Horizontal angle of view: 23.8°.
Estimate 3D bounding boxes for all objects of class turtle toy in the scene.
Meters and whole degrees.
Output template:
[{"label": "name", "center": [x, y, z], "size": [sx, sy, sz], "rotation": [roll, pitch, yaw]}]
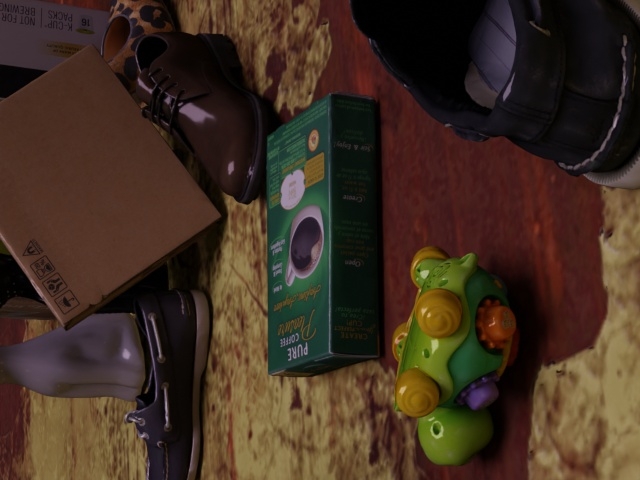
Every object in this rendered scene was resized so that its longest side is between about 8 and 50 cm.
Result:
[{"label": "turtle toy", "center": [0.076, 0.068, 0.864], "size": [0.095, 0.066, 0.130], "rotation": [-86, 8, -70]}]

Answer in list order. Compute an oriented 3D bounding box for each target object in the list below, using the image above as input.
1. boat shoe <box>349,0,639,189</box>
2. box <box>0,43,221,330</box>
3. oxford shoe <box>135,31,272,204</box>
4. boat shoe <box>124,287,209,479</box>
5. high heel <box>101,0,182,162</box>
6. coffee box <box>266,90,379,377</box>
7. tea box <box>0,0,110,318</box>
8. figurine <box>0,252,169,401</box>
[{"label": "boat shoe", "center": [0.074, -0.135, 0.856], "size": [0.340, 0.113, 0.127], "rotation": [-119, 42, -50]}, {"label": "box", "center": [-0.206, -0.049, 1.297], "size": [0.201, 0.164, 0.021], "rotation": [52, 169, 14]}, {"label": "oxford shoe", "center": [-0.104, -0.101, 1.245], "size": [0.227, 0.096, 0.083], "rotation": [56, 132, 51]}, {"label": "boat shoe", "center": [-0.141, 0.142, 1.306], "size": [0.075, 0.065, 0.206], "rotation": [8, 93, 65]}, {"label": "high heel", "center": [-0.230, -0.165, 1.413], "size": [0.093, 0.186, 0.261], "rotation": [-51, 41, 50]}, {"label": "coffee box", "center": [0.000, 0.000, 1.068], "size": [0.113, 0.040, 0.184], "rotation": [152, 120, -61]}, {"label": "tea box", "center": [-0.404, -0.087, 1.598], "size": [0.220, 0.329, 0.324], "rotation": [-15, 71, 63]}, {"label": "figurine", "center": [-0.261, 0.074, 1.377], "size": [0.215, 0.209, 0.092], "rotation": [110, 150, -46]}]
